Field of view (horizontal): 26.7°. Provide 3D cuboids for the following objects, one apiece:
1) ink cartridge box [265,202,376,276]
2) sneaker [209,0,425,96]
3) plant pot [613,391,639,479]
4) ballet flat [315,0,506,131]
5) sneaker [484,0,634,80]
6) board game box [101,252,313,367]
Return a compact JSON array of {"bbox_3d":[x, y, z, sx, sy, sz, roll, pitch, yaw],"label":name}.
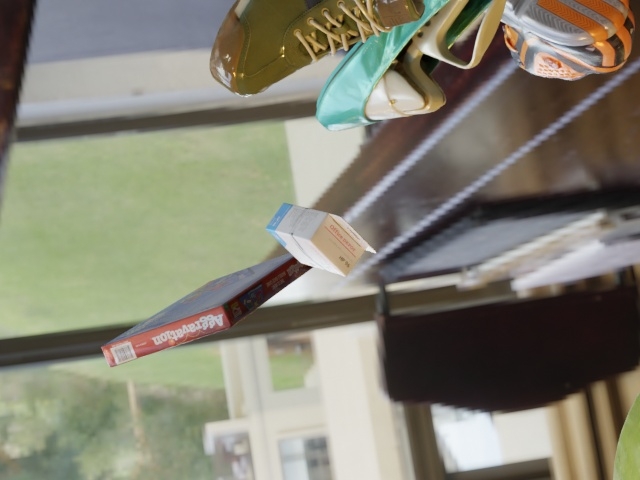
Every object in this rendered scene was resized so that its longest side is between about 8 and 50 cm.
[{"bbox_3d":[0.000,0.000,1.048,0.048,0.028,0.083,44,164,-30],"label":"ink cartridge box"},{"bbox_3d":[0.021,-0.153,0.820,0.192,0.086,0.064,-49,150,-2],"label":"sneaker"},{"bbox_3d":[0.293,0.192,0.602,0.275,0.274,0.293,-10,-151,7],"label":"plant pot"},{"bbox_3d":[0.082,-0.157,1.104,0.083,0.087,0.247,-9,145,-48],"label":"ballet flat"},{"bbox_3d":[0.177,-0.257,1.376,0.124,0.321,0.180,-49,156,-2],"label":"sneaker"},{"bbox_3d":[-0.110,0.067,1.454,0.145,0.027,0.281,-18,-174,21],"label":"board game box"}]
